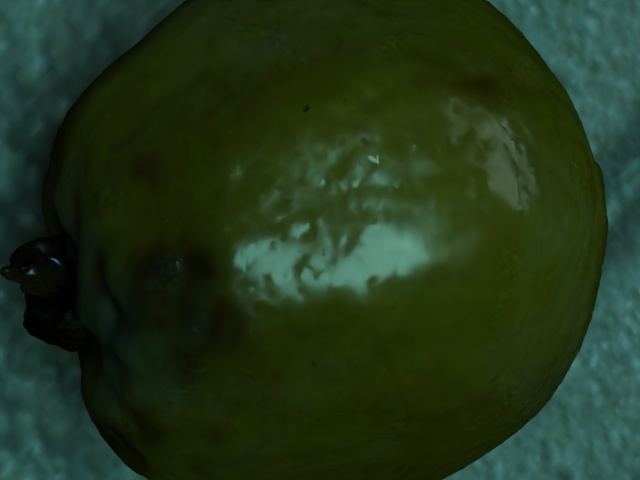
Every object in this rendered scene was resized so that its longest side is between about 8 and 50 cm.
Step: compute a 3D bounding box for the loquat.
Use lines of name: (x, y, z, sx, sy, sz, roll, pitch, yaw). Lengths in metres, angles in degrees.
loquat: (0.000, 0.000, 0.615, 0.234, 0.176, 0.187, -8, 82, -28)
